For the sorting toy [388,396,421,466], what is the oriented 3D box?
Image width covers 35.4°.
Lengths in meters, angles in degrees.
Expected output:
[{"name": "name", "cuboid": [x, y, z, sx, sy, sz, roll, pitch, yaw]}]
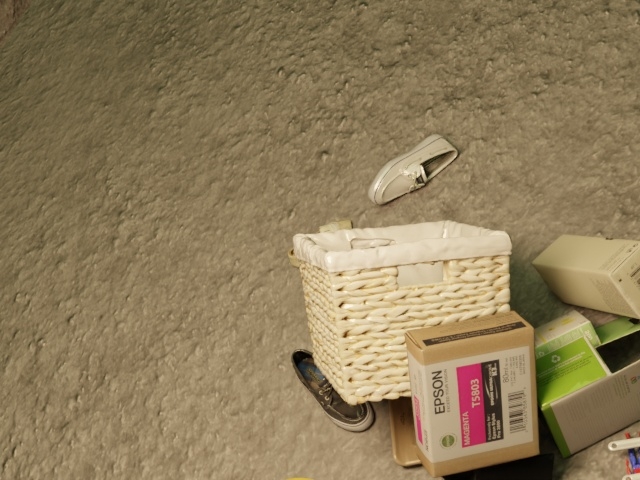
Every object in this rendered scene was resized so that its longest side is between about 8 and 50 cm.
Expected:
[{"name": "sorting toy", "cuboid": [0.235, 0.323, 1.882, 0.208, 0.038, 0.193, -12, 50, 12]}]

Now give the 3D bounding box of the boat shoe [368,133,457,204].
[{"name": "boat shoe", "cuboid": [0.208, -0.154, 2.235, 0.226, 0.083, 0.076, -42, 47, -10]}]

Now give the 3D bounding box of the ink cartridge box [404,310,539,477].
[{"name": "ink cartridge box", "cuboid": [0.249, 0.249, 1.627, 0.193, 0.234, 0.088, -11, 19, -11]}]

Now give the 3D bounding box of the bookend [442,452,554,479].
[{"name": "bookend", "cuboid": [0.294, 0.381, 1.740, 0.157, 0.072, 0.156, -4, 17, -21]}]

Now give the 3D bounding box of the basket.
[{"name": "basket", "cuboid": [0.142, 0.112, 1.797, 0.328, 0.266, 0.331, -6, 8, -11]}]

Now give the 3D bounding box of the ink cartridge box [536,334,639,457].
[{"name": "ink cartridge box", "cuboid": [0.489, 0.240, 1.711, 0.255, 0.189, 0.097, -28, 46, 3]}]

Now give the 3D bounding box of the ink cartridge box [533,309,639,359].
[{"name": "ink cartridge box", "cuboid": [0.481, 0.158, 1.802, 0.235, 0.171, 0.056, -27, 90, 7]}]

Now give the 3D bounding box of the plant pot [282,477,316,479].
[{"name": "plant pot", "cuboid": [-0.046, 0.551, 1.714, 0.254, 0.254, 0.239, -6, 36, 23]}]

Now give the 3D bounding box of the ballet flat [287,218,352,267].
[{"name": "ballet flat", "cuboid": [0.000, 0.000, 2.239, 0.168, 0.052, 0.057, -38, 47, -5]}]

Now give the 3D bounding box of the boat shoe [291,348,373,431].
[{"name": "boat shoe", "cuboid": [0.016, 0.289, 1.987, 0.080, 0.076, 0.228, -40, 47, -6]}]

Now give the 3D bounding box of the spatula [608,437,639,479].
[{"name": "spatula", "cuboid": [0.607, 0.374, 1.648, 0.242, 0.019, 0.168, -12, 56, 10]}]

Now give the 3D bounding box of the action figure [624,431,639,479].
[{"name": "action figure", "cuboid": [0.535, 0.378, 1.689, 0.038, 0.030, 0.115, -7, 54, 15]}]

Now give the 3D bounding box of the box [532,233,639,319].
[{"name": "box", "cuboid": [0.505, 0.061, 1.807, 0.094, 0.113, 0.275, -42, 14, -10]}]
